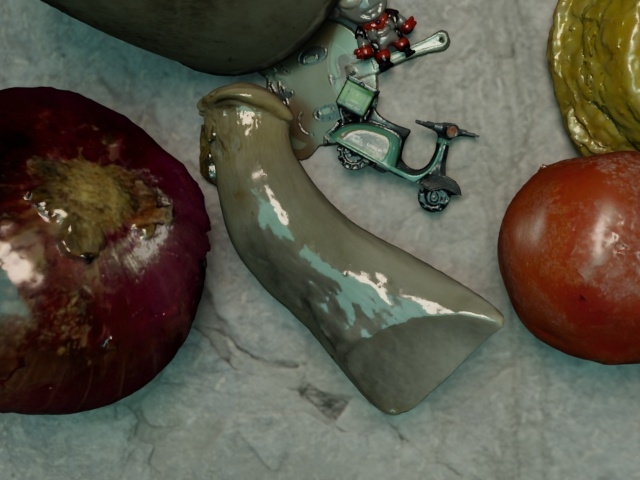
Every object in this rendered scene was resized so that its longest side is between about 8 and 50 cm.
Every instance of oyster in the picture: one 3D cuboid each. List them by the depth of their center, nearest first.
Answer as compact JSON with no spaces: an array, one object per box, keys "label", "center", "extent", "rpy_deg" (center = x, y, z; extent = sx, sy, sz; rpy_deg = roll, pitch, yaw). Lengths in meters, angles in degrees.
[{"label":"oyster","center":[-0.121,-0.092,0.867],"extent":[0.093,0.034,0.051],"rpy_deg":[42,96,6]}]

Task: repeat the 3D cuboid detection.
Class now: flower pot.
[{"label":"flower pot","center":[-0.158,-0.320,0.665],"extent":[0.293,0.330,0.294],"rpy_deg":[2,94,24]}]

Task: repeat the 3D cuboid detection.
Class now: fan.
[{"label":"fan","center":[0.038,-0.190,0.835],"extent":[0.226,0.008,0.153],"rpy_deg":[-16,96,13]}]

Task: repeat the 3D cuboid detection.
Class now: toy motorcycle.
[{"label":"toy motorcycle","center":[0.088,-0.105,0.812],"extent":[0.173,0.058,0.100],"rpy_deg":[28,103,2]}]

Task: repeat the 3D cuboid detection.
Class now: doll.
[{"label":"doll","center":[0.043,-0.267,0.798],"extent":[0.109,0.057,0.169],"rpy_deg":[-31,96,5]}]

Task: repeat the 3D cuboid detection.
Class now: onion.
[{"label":"onion","center":[-0.311,0.033,0.808],"extent":[0.348,0.347,0.385],"rpy_deg":[51,138,0]}]

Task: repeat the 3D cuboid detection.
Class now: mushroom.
[{"label":"mushroom","center":[-0.001,-0.001,0.806],"extent":[0.397,0.126,0.177],"rpy_deg":[43,116,4]}]

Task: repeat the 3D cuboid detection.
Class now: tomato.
[{"label":"tomato","center":[0.282,0.026,0.714],"extent":[0.231,0.232,0.189],"rpy_deg":[16,61,7]}]

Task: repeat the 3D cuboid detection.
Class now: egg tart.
[{"label":"egg tart","center":[0.368,-0.183,0.718],"extent":[0.293,0.123,0.294],"rpy_deg":[1,97,10]}]
